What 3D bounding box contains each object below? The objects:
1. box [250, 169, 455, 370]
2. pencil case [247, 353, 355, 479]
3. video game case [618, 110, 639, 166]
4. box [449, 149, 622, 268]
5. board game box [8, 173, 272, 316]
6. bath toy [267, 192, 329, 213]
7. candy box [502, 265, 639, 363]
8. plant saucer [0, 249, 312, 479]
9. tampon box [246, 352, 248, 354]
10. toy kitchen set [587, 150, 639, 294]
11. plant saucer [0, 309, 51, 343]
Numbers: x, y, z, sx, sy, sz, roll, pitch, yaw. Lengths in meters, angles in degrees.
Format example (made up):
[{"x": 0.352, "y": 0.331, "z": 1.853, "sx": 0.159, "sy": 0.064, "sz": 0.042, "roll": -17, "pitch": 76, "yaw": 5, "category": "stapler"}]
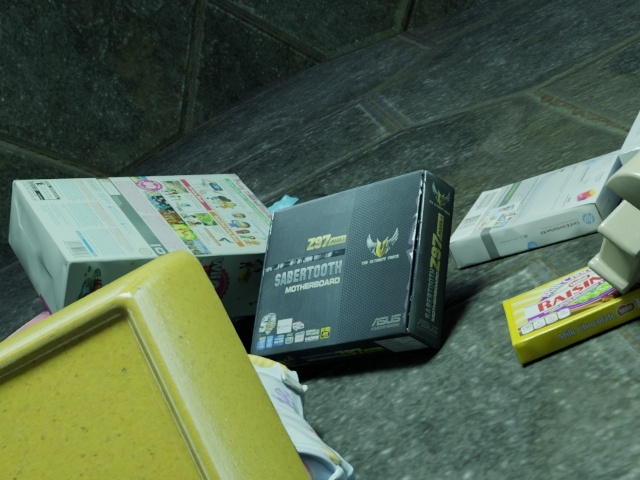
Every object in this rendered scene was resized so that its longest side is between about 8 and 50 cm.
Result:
[{"x": 0.032, "y": 0.037, "z": 1.237, "sx": 0.232, "sy": 0.059, "sz": 0.184, "roll": -13, "pitch": 59, "yaw": 41, "category": "box"}, {"x": -0.051, "y": 0.184, "z": 0.981, "sx": 0.124, "sy": 0.114, "sz": 0.273, "roll": -10, "pitch": 12, "yaw": -9, "category": "pencil case"}, {"x": 0.483, "y": -0.160, "z": 1.285, "sx": 0.244, "sy": 0.061, "sz": 0.269, "roll": -19, "pitch": 17, "yaw": 34, "category": "video game case"}, {"x": 0.253, "y": -0.036, "z": 1.322, "sx": 0.186, "sy": 0.038, "sz": 0.145, "roll": -19, "pitch": 18, "yaw": 33, "category": "box"}, {"x": -0.200, "y": 0.006, "z": 1.394, "sx": 0.303, "sy": 0.098, "sz": 0.224, "roll": -3, "pitch": 29, "yaw": -30, "category": "board game box"}, {"x": 0.000, "y": 0.000, "z": 1.475, "sx": 0.348, "sy": 0.129, "sz": 0.151, "roll": 1, "pitch": 66, "yaw": 63, "category": "bath toy"}, {"x": 0.269, "y": 0.044, "z": 1.048, "sx": 0.205, "sy": 0.027, "sz": 0.105, "roll": -24, "pitch": 13, "yaw": 11, "category": "candy box"}, {"x": -0.181, "y": 0.194, "z": 0.803, "sx": 0.332, "sy": 0.333, "sz": 0.081, "roll": -29, "pitch": -26, "yaw": -4, "category": "plant saucer"}, {"x": -0.172, "y": 0.161, "z": 1.281, "sx": 0.161, "sy": 0.101, "sz": 0.120, "roll": -15, "pitch": 18, "yaw": 40, "category": "tampon box"}, {"x": 0.342, "y": 0.006, "z": 0.920, "sx": 0.122, "sy": 0.166, "sz": 0.207, "roll": -38, "pitch": 62, "yaw": -20, "category": "toy kitchen set"}, {"x": -0.319, "y": 0.132, "z": 1.483, "sx": 0.332, "sy": 0.084, "sz": 0.332, "roll": -34, "pitch": -3, "yaw": -2, "category": "plant saucer"}]
